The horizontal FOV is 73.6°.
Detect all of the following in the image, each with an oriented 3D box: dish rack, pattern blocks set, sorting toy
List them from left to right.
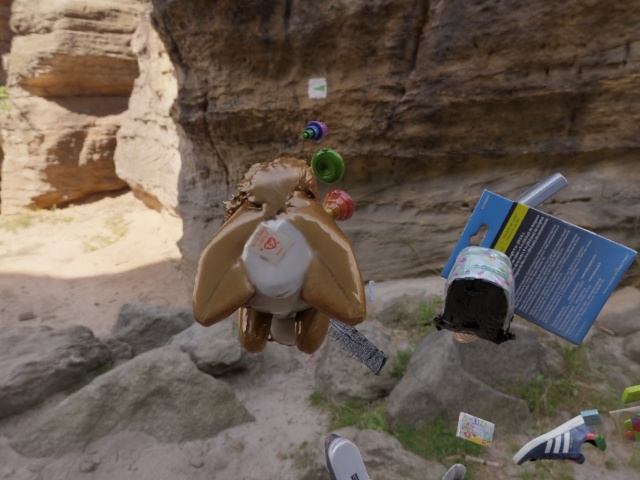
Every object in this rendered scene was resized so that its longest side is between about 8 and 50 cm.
[{"bbox_3d":[0.005,-0.214,1.447,0.127,0.365,0.126,-3,23,34],"label":"sorting toy"},{"bbox_3d":[0.082,0.299,1.314,0.208,0.074,0.271,35,-4,42],"label":"dish rack"},{"bbox_3d":[0.942,0.522,1.216,0.325,0.285,0.026,-32,15,27],"label":"pattern blocks set"}]

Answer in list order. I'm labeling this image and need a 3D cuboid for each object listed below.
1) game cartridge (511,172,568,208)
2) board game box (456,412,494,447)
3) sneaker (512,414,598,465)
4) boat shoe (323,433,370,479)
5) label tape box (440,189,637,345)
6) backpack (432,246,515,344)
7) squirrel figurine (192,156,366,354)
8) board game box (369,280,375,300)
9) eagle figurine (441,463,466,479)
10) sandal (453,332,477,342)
[{"bbox_3d":[0.746,-0.152,1.511,0.062,0.198,0.297,50,6,8],"label":"game cartridge"},{"bbox_3d":[0.686,0.839,1.894,0.154,0.103,0.026,20,-24,-2],"label":"board game box"},{"bbox_3d":[0.960,0.848,1.724,0.350,0.131,0.148,-28,56,0],"label":"sneaker"},{"bbox_3d":[0.082,0.674,1.166,0.108,0.300,0.102,-23,3,-23],"label":"boat shoe"},{"bbox_3d":[0.496,0.053,1.012,0.334,0.240,0.106,28,15,19],"label":"label tape box"},{"bbox_3d":[0.296,0.102,0.812,0.152,0.181,0.115,5,47,20],"label":"backpack"},{"bbox_3d":[-0.071,0.042,0.897,0.282,0.396,0.370,-8,-22,1],"label":"squirrel figurine"},{"bbox_3d":[0.232,0.229,1.931,0.020,0.090,0.090,-2,-8,2],"label":"board game box"},{"bbox_3d":[0.393,0.859,1.359,0.298,0.226,0.225,-40,11,51],"label":"eagle figurine"},{"bbox_3d":[0.472,0.242,1.303,0.076,0.265,0.101,-15,66,-32],"label":"sandal"}]
